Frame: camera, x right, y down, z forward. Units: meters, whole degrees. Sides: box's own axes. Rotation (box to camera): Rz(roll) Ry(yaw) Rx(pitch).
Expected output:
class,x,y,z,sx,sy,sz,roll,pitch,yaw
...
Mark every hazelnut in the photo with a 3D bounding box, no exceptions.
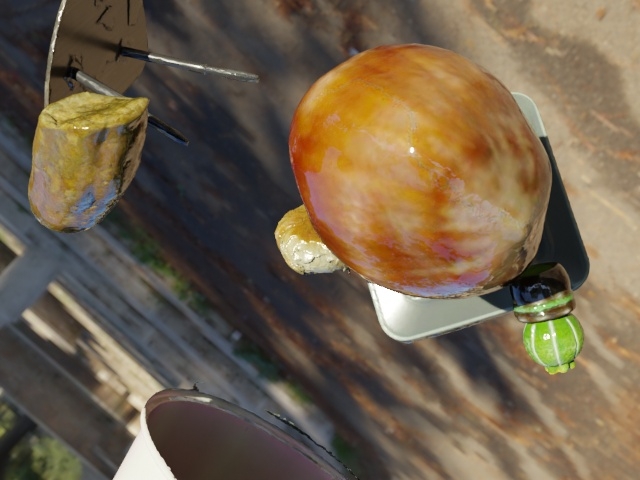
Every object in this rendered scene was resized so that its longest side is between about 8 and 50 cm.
class,x,y,z,sx,sy,sz,roll,pitch,yaw
hazelnut,0.134,-0.092,1.482,0.366,0.366,0.366,38,166,11

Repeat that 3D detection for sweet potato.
class,x,y,z,sx,sy,sz,roll,pitch,yaw
sweet potato,-0.361,-0.104,1.686,0.158,0.158,0.369,39,142,6

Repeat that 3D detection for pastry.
class,x,y,z,sx,sy,sz,roll,pitch,yaw
pastry,0.000,-0.005,1.867,0.153,0.153,0.081,35,147,22

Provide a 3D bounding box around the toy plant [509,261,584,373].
class,x,y,z,sx,sy,sz,roll,pitch,yaw
toy plant,0.339,0.119,1.658,0.093,0.093,0.162,7,116,67

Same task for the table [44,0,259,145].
class,x,y,z,sx,sy,sz,roll,pitch,yaw
table,-0.266,-0.323,1.841,0.249,0.317,0.317,17,159,17

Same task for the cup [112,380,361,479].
class,x,y,z,sx,sy,sz,roll,pitch,yaw
cup,-0.094,0.291,0.850,0.253,0.274,0.253,34,-172,-5

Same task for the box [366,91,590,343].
class,x,y,z,sx,sy,sz,roll,pitch,yaw
box,0.253,-0.044,2.049,0.111,0.396,0.396,71,-178,-81
